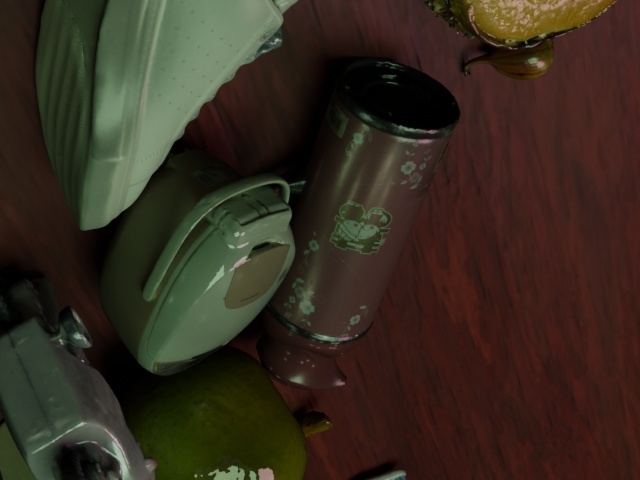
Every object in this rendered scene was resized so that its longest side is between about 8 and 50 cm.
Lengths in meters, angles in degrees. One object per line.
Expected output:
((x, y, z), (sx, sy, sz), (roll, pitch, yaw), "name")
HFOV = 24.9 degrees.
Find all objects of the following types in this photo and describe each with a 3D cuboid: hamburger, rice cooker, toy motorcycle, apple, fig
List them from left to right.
((-0.213, 0.148, 1.209), (0.110, 0.260, 0.171), (-30, 150, -3), "toy motorcycle")
((-0.106, 0.019, 1.226), (0.145, 0.127, 0.206), (-22, 144, -49), "rice cooker")
((-0.104, 0.188, 1.351), (0.157, 0.196, 0.196), (-33, 138, -15), "apple")
((0.167, -0.163, 1.289), (0.083, 0.050, 0.050), (-14, 137, 9), "fig")
((0.158, -0.242, 1.155), (0.181, 0.118, 0.191), (3, 123, -28), "hamburger")

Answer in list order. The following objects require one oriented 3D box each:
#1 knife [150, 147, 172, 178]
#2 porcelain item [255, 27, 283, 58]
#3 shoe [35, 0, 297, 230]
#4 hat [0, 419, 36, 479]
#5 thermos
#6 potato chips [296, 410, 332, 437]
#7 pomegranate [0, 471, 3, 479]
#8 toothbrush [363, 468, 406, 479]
((-0.129, -0.150, 1.149), (0.043, 0.020, 0.293), (-8, 133, -18), "knife")
((-0.063, -0.170, 1.162), (0.083, 0.028, 0.036), (20, 134, -41), "porcelain item")
((-0.106, -0.156, 1.061), (0.160, 0.132, 0.363), (-10, 143, -26), "shoe")
((-0.220, 0.232, 1.394), (0.144, 0.166, 0.173), (-9, 111, -55), "hat")
((0.006, 0.005, 1.298), (0.136, 0.109, 0.330), (-3, 130, -31), "thermos")
((-0.066, 0.241, 1.531), (0.204, 0.037, 0.026), (-40, 126, 17), "potato chips")
((-0.387, 0.228, 1.147), (0.322, 0.322, 0.322), (-16, 135, -16), "pomegranate")
((-0.082, 0.329, 1.606), (0.386, 0.040, 0.040), (-18, 135, -9), "toothbrush")
